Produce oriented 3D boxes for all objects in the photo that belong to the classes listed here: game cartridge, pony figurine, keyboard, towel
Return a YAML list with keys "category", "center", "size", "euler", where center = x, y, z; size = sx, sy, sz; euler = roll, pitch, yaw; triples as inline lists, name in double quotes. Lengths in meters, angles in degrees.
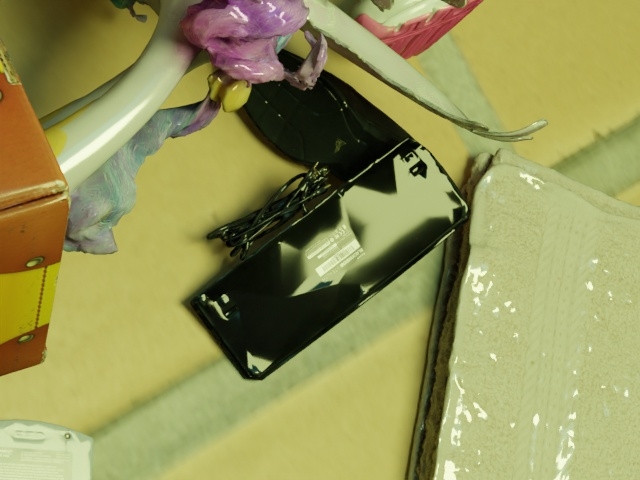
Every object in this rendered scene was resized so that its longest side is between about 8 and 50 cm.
- category: "game cartridge"
  center: [-0.177, 0.135, 0.937]
  size: [0.083, 0.017, 0.056]
  euler: [9, 75, -26]
- category: "pony figurine"
  center: [-0.063, -0.158, 0.923]
  size: [0.363, 0.303, 0.351]
  euler: [-40, 68, -12]
- category: "keyboard"
  center: [0.000, 0.000, 1.043]
  size: [0.192, 0.038, 0.100]
  euler: [-37, 102, -11]
- category: "towel"
  center: [0.167, 0.084, 1.120]
  size: [0.187, 0.049, 0.282]
  euler: [19, 67, -22]

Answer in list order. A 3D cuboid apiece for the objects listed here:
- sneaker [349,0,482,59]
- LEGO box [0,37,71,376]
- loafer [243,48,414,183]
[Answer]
- category: "sneaker"
  center: [0.090, -0.224, 1.145]
  size: [0.111, 0.103, 0.252]
  euler: [48, 53, -4]
- category: "LEGO box"
  center: [-0.410, -0.061, 0.671]
  size: [0.500, 0.193, 0.372]
  euler: [-18, 69, -22]
- category: "loafer"
  center: [0.008, -0.081, 1.084]
  size: [0.170, 0.062, 0.061]
  euler: [40, 21, -12]
